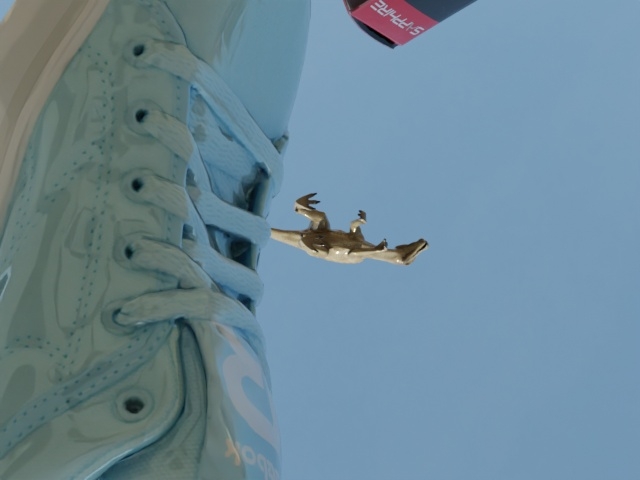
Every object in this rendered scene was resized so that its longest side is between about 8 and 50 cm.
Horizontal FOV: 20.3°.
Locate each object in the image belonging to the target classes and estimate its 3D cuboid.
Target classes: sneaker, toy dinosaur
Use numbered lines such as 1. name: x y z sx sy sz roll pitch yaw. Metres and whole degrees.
1. sneaker: -0.056 0.044 0.587 0.150 0.135 0.366 12 -108 33
2. toy dinosaur: 0.000 0.000 1.578 0.183 0.092 0.053 10 -109 14

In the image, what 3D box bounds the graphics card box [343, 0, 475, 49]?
1. graphics card box: 0.149 -0.328 1.261 0.371 0.094 0.233 -28 -114 21
